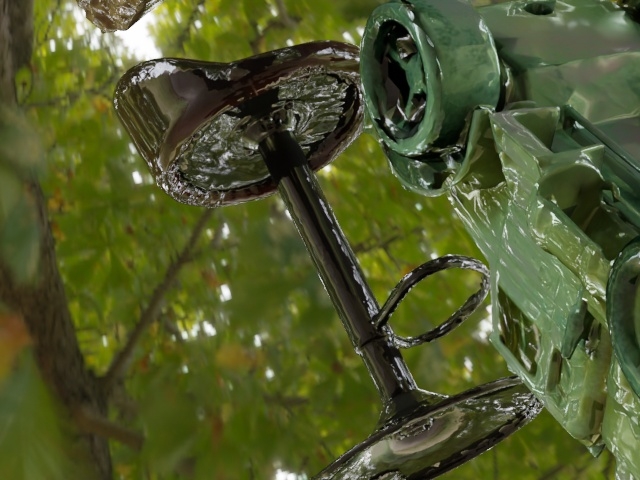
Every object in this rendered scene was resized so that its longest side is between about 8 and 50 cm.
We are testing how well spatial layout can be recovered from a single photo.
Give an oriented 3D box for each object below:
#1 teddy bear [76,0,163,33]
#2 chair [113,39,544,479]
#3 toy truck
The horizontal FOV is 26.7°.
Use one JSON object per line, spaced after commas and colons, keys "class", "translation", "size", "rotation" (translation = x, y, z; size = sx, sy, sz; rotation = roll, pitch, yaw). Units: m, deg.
{"class": "teddy bear", "translation": [-0.111, -0.261, 0.870], "size": [0.246, 0.296, 0.222], "rotation": [-38, -68, -13]}
{"class": "chair", "translation": [0.000, 0.000, 1.108], "size": [0.227, 0.401, 0.226], "rotation": [-24, -22, -10]}
{"class": "toy truck", "translation": [0.106, 0.026, 0.363], "size": [0.128, 0.259, 0.135], "rotation": [-13, -47, -25]}
